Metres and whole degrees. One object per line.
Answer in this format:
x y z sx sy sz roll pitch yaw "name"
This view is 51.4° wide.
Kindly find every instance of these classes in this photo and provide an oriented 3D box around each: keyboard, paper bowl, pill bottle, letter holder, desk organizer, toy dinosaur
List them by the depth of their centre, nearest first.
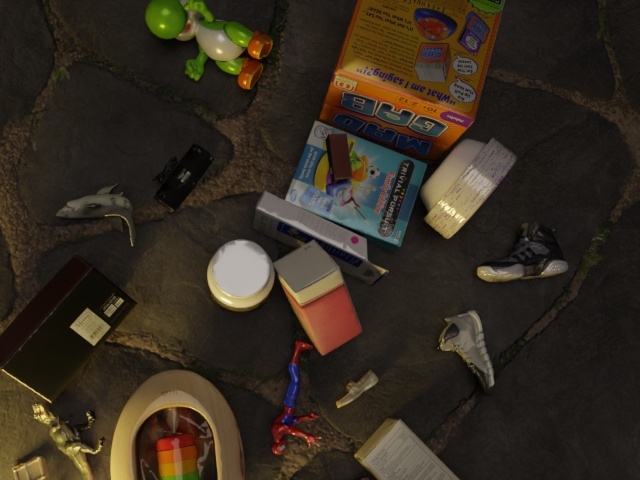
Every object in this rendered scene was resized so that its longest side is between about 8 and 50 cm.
-0.587 0.487 1.611 0.118 0.064 0.268 -34 85 2 "toy dinosaur"
-0.195 0.092 1.632 0.161 0.283 0.161 2 78 -7 "pill bottle"
-0.634 0.204 1.634 0.302 0.214 0.152 -51 120 -15 "letter holder"
0.374 -0.155 1.761 0.148 0.284 0.284 41 76 4 "paper bowl"
0.049 -0.218 1.772 0.050 0.047 0.130 -5 78 -11 "desk organizer"
-0.381 -0.180 1.802 0.100 0.038 0.192 40 74 -22 "keyboard"

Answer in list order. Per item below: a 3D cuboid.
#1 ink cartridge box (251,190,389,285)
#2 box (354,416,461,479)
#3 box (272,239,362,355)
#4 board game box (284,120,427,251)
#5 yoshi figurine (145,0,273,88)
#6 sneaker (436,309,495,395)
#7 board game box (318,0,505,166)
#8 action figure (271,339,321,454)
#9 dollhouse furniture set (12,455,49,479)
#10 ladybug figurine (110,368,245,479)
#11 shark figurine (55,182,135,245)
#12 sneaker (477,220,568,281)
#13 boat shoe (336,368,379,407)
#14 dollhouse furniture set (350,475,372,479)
0.000 0.000 1.732 0.370 0.176 0.069 28 72 -1 "ink cartridge box"
0.247 0.604 1.665 0.148 0.121 0.311 -43 86 -14 "box"
-0.006 0.144 1.657 0.126 0.148 0.232 -30 128 -11 "box"
0.095 -0.149 1.828 0.336 0.079 0.254 20 76 -3 "board game box"
-0.327 -0.558 1.805 0.362 0.203 0.204 30 82 2 "yoshi figurine"
0.378 0.307 1.775 0.132 0.086 0.229 -8 69 -4 "sneaker"
0.226 -0.464 1.770 0.356 0.356 0.356 18 76 -4 "board game box"
-0.040 0.410 1.682 0.139 0.091 0.281 17 76 5 "action figure"
-0.674 0.599 1.593 0.076 0.059 0.152 -27 63 -5 "dollhouse furniture set"
-0.335 0.536 1.580 0.305 0.162 0.450 -3 78 -9 "ladybug figurine"
-0.525 -0.064 1.702 0.166 0.278 0.116 -39 127 -41 "shark figurine"
0.550 0.031 1.844 0.268 0.101 0.153 -4 78 -14 "sneaker"
0.090 0.386 1.731 0.135 0.050 0.045 -31 80 -23 "boat shoe"
0.105 0.776 1.568 0.152 0.201 0.374 -13 81 -10 "dollhouse furniture set"
